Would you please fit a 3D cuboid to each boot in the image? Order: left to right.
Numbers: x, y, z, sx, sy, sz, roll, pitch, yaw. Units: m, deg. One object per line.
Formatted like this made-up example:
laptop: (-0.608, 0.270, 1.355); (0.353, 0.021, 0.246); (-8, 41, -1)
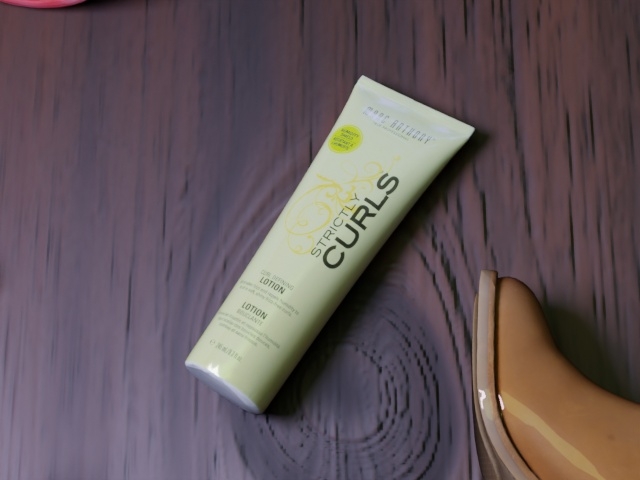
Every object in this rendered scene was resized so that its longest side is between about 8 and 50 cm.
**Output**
boot: (0.207, 0.125, 0.952); (0.220, 0.109, 0.283); (-12, 52, 0)

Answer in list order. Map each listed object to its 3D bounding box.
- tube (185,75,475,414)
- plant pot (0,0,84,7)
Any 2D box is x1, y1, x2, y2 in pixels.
tube: (0.000, 0.000, 1.077); (0.070, 0.062, 0.240); (40, 75, -17)
plant pot: (-0.218, -0.289, 1.170); (0.191, 0.191, 0.174); (8, 69, 17)
